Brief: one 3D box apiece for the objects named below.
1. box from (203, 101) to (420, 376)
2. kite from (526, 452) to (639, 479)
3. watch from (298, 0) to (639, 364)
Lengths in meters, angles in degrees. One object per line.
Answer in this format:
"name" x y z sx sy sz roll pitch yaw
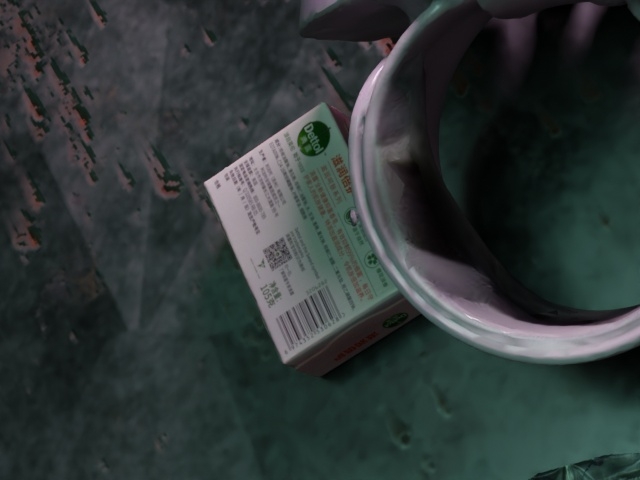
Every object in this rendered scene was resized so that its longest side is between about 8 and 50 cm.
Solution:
"box" 0.000 0.000 1.084 0.089 0.043 0.125 -32 64 18
"kite" 0.150 0.246 0.958 0.152 0.015 0.285 -20 65 25
"watch" 0.110 -0.058 0.990 0.244 0.196 0.231 -9 94 26
